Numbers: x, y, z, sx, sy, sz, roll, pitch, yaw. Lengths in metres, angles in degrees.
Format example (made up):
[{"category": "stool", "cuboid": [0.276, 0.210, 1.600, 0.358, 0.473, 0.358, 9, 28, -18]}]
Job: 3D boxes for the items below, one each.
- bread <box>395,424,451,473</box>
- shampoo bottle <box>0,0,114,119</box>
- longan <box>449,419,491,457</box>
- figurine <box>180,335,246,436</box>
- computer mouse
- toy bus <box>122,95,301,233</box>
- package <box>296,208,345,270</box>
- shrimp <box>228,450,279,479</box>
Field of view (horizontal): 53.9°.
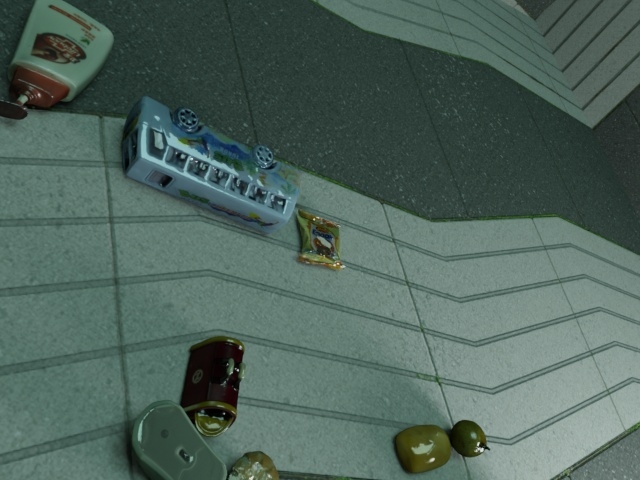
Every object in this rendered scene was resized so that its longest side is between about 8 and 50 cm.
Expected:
[{"category": "bread", "cuboid": [0.194, 0.377, 1.149, 0.115, 0.056, 0.082, 8, 55, -38]}, {"category": "shampoo bottle", "cuboid": [-0.461, -0.295, 1.050, 0.153, 0.071, 0.284, 30, 43, -20]}, {"category": "longan", "cuboid": [0.291, 0.384, 1.213, 0.075, 0.083, 0.075, -13, 109, -43]}, {"category": "figurine", "cuboid": [-0.147, 0.217, 0.933, 0.082, 0.098, 0.154, 29, 42, -28]}, {"category": "computer mouse", "cuboid": [-0.193, 0.300, 0.860, 0.181, 0.056, 0.089, 53, 49, -13]}, {"category": "toy bus", "cuboid": [-0.198, -0.130, 1.145, 0.330, 0.109, 0.136, 23, 59, -27]}, {"category": "package", "cuboid": [0.000, 0.002, 1.273, 0.108, 0.031, 0.120, 20, 49, -31]}, {"category": "shrimp", "cuboid": [-0.097, 0.386, 0.882, 0.099, 0.041, 0.180, 41, 43, -41]}]
